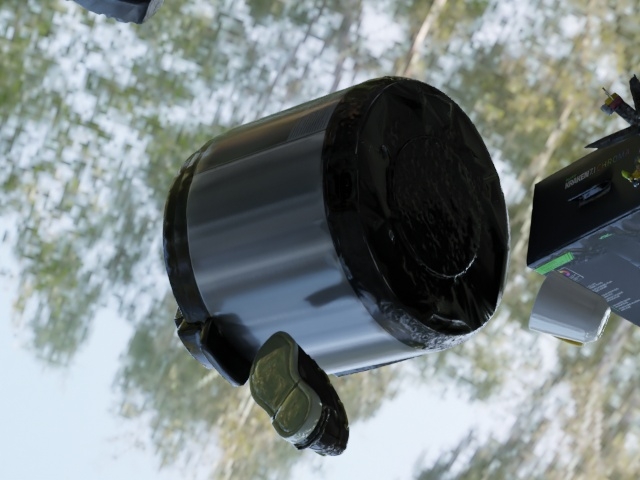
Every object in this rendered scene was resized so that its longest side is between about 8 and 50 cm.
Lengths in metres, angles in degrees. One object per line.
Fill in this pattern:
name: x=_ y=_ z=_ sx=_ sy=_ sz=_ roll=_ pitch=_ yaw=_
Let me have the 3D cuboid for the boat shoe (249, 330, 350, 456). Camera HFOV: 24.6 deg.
boat shoe: x=-0.024 y=0.178 z=1.684 sx=0.068 sy=0.081 sz=0.228 roll=34 pitch=-169 yaw=-23

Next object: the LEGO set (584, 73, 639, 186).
LEGO set: x=0.386 y=-0.070 z=1.117 sx=0.192 sy=0.331 sz=0.255 roll=42 pitch=-153 yaw=-51

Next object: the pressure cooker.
pressure cooker: x=-0.003 y=-0.005 z=1.965 sx=0.369 sy=0.420 sz=0.376 roll=-2 pitch=-101 yaw=-52

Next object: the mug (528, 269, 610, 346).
mug: x=0.243 y=0.069 z=1.409 sx=0.064 sy=0.062 sz=0.078 roll=21 pitch=-179 yaw=21

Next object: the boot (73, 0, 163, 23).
boot: x=-0.274 y=-0.484 z=1.564 sx=0.367 sy=0.445 sz=0.146 roll=16 pitch=-138 yaw=-13

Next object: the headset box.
headset box: x=0.426 y=-0.014 z=1.802 sx=0.283 sy=0.246 sz=0.131 roll=28 pitch=-125 yaw=-25
